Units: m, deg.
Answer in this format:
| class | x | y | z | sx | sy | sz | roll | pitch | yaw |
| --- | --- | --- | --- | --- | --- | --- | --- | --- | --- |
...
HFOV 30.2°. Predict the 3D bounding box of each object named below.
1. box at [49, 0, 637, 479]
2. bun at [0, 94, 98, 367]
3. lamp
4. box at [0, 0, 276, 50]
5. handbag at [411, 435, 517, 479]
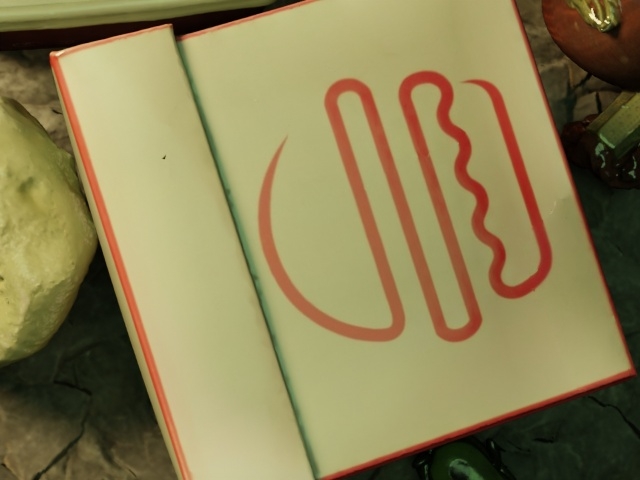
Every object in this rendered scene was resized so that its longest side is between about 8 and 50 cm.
| class | x | y | z | sx | sy | sz | roll | pitch | yaw |
| --- | --- | --- | --- | --- | --- | --- | --- | --- | --- |
| box | 0.000 | 0.000 | 0.863 | 0.300 | 0.314 | 0.312 | -18 | 89 | -8 |
| bun | -0.258 | -0.009 | 0.914 | 0.231 | 0.133 | 0.231 | 9 | 108 | 31 |
| lamp | 0.262 | -0.176 | 0.974 | 0.215 | 0.151 | 0.223 | -40 | 93 | -1 |
| box | -0.168 | -0.249 | 0.931 | 0.294 | 0.167 | 0.193 | -7 | 86 | -5 |
| handbag | 0.131 | 0.204 | 0.996 | 0.111 | 0.047 | 0.072 | 42 | 86 | 0 |
